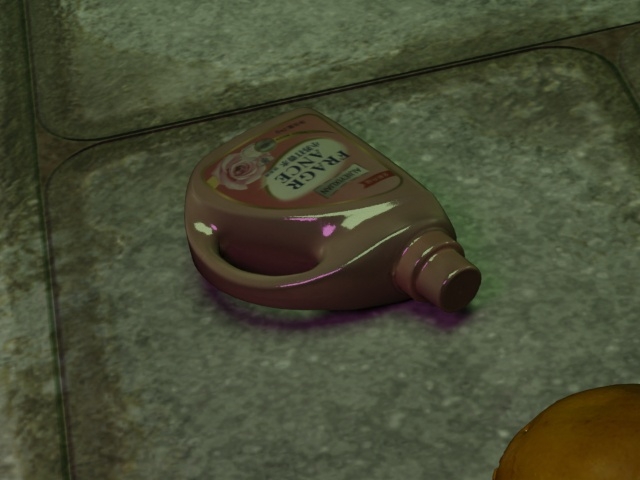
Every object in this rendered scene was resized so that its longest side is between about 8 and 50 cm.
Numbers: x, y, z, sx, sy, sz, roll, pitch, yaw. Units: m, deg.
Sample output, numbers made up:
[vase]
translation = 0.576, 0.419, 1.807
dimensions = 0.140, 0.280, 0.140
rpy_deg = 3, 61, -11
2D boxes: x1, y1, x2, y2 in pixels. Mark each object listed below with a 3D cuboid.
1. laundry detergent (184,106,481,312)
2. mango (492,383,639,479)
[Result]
[laundry detergent]
translation = 0.000, 0.000, 1.380
dimensions = 0.171, 0.076, 0.237
rpy_deg = -30, 45, -21
[mango]
translation = 0.214, 0.166, 1.063
dimensions = 0.248, 0.151, 0.156
rpy_deg = 23, 15, 39
